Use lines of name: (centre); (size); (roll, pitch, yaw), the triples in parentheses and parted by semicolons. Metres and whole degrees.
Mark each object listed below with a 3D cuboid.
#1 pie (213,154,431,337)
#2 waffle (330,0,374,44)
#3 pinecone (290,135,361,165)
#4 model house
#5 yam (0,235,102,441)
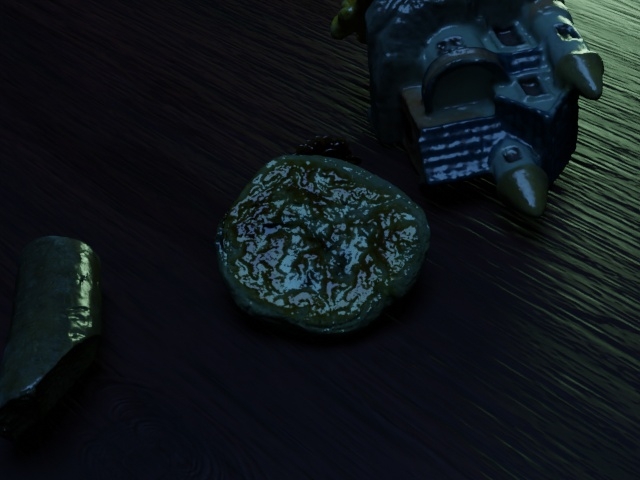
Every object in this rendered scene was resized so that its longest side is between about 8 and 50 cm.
pie: (0.000, 0.000, 1.256); (0.241, 0.054, 0.240); (-2, 62, 4)
waffle: (0.171, -0.329, 1.529); (0.301, 0.281, 0.058); (-5, 70, -20)
pinecone: (0.007, -0.066, 1.371); (0.102, 0.102, 0.109); (-7, 73, -1)
model house: (0.216, -0.162, 1.382); (0.267, 0.194, 0.325); (-10, 43, -5)
yam: (-0.283, 0.099, 1.188); (0.106, 0.106, 0.259); (-8, 39, -2)
